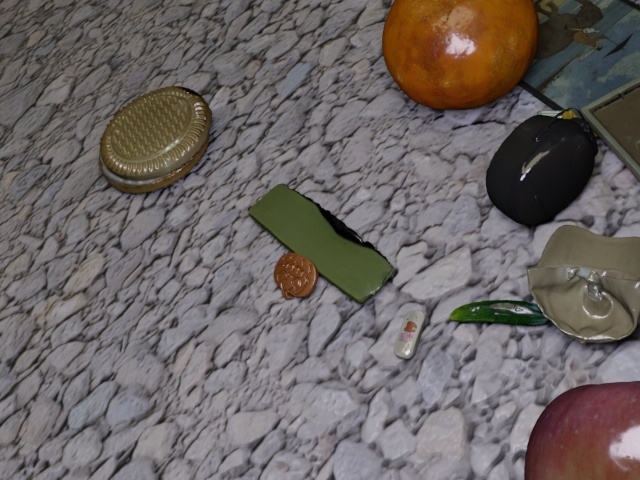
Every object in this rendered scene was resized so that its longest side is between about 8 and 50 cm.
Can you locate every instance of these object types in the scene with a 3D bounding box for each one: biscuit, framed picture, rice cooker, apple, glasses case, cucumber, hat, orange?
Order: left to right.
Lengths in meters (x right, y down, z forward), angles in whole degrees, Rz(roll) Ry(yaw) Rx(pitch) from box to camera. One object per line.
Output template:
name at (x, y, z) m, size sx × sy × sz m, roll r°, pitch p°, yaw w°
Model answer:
biscuit at (-0.338, -0.208, 1.705) m, size 0.259 × 0.079 × 0.259 m, roll -10°, pitch 52°, yaw 13°
biscuit at (-0.045, 0.062, 1.417) m, size 0.091 × 0.015 × 0.078 m, roll 21°, pitch 88°, yaw 38°
biscuit at (0.000, 0.000, 1.451) m, size 0.099 × 0.038 × 0.322 m, roll -45°, pitch 53°, yaw -11°
glasses case at (0.139, 0.146, 1.300) m, size 0.032 × 0.021 × 0.083 m, roll 10°, pitch 59°, yaw 25°
orange at (0.248, -0.371, 1.508) m, size 0.284 × 0.226 × 0.283 m, roll -12°, pitch 53°, yaw 16°
cucumber at (0.278, 0.108, 1.268) m, size 0.168 × 0.039 × 0.039 m, roll 0°, pitch 55°, yaw 22°
rice cooker at (0.355, -0.120, 1.344) m, size 0.203 × 0.142 × 0.118 m, roll -44°, pitch 42°, yaw -12°
framed picture at (0.479, -0.355, 1.536) m, size 0.265 × 0.016 × 0.347 m, roll -38°, pitch 51°, yaw -3°
hat at (0.408, 0.064, 1.247) m, size 0.166 × 0.144 × 0.173 m, roll 11°, pitch 16°, yaw 27°
apple at (0.389, 0.273, 0.952) m, size 0.306 × 0.306 × 0.234 m, roll -10°, pitch 77°, yaw 13°
framed picture at (0.635, -0.211, 1.354) m, size 0.335 × 0.022 × 0.247 m, roll -30°, pitch 58°, yaw 0°

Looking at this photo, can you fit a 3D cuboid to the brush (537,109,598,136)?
brush at (0.476, -0.188, 1.412) m, size 0.218 × 0.010 × 0.082 m, roll 2°, pitch 65°, yaw 18°
